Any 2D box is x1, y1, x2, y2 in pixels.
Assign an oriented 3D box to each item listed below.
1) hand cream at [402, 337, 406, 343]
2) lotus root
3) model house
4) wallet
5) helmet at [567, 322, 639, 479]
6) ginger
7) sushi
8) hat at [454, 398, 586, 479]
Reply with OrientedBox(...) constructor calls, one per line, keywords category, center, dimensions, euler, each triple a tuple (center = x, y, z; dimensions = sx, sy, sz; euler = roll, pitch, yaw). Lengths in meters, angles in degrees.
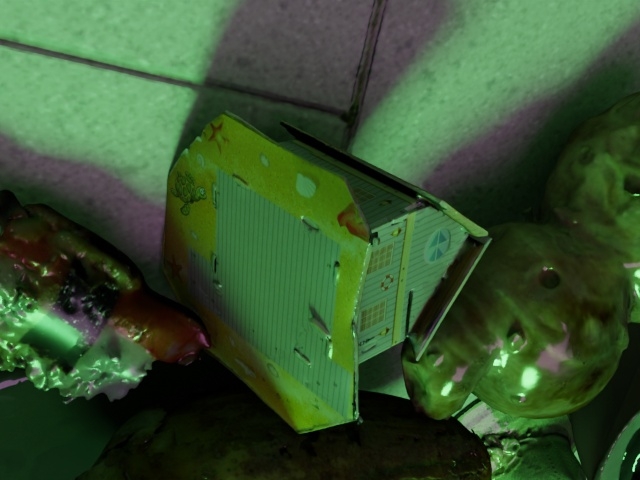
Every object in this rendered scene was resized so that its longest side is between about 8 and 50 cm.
OrientedBox(category="hand cream", center=(0.105, 0.075, 0.775), dimensions=(0.085, 0.058, 0.331), euler=(-37, 130, 24))
OrientedBox(category="lotus root", center=(-0.021, 0.207, 0.658), dimensions=(0.398, 0.196, 0.179), euler=(8, 85, -41))
OrientedBox(category="model house", center=(0.000, 0.000, 0.589), dimensions=(0.136, 0.219, 0.207), euler=(-22, 127, -36))
OrientedBox(category="wallet", center=(-0.198, 0.157, 0.683), dimensions=(0.378, 0.051, 0.197), euler=(-3, 130, -29))
OrientedBox(category="helmet", center=(0.385, 0.162, 0.881), dimensions=(0.338, 0.197, 0.271), euler=(-27, 127, -1))
OrientedBox(category="ginger", center=(0.227, 0.031, 0.695), dimensions=(0.375, 0.176, 0.256), euler=(-35, 141, -13))
OrientedBox(category="sushi", center=(-0.185, 0.042, 0.565), dimensions=(0.226, 0.103, 0.097), euler=(40, 144, -26))
OrientedBox(category="hat", center=(0.245, 0.280, 0.968), dimensions=(0.252, 0.110, 0.252), euler=(-14, 130, -16))
